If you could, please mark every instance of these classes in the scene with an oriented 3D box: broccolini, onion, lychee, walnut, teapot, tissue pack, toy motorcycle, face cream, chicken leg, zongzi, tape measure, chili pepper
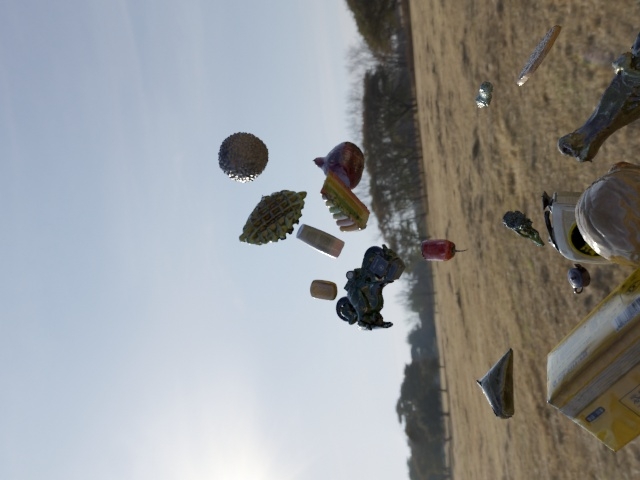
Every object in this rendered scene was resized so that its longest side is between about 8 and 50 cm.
[{"bbox_3d":[0.662,-0.042,1.578,0.203,0.091,0.068,25,-116,-38],"label":"broccolini"},{"bbox_3d":[0.064,-0.296,1.973,0.195,0.218,0.139,90,-162,-46],"label":"onion"},{"bbox_3d":[-0.245,-0.268,1.586,0.197,0.165,0.165,19,-114,-60],"label":"lychee"},{"bbox_3d":[0.670,-0.049,1.045,0.228,0.228,0.227,-5,-90,-79],"label":"walnut"},{"bbox_3d":[0.798,0.119,1.518,0.068,0.045,0.100,-142,45,-74],"label":"teapot"},{"bbox_3d":[0.778,0.284,1.223,0.381,0.228,0.293,-57,-10,26],"label":"tissue pack"},{"bbox_3d":[0.156,0.151,1.410,0.125,0.187,0.274,-2,-57,-54],"label":"toy motorcycle"},{"bbox_3d":[0.000,0.000,1.998,0.084,0.198,0.057,-62,21,4],"label":"face cream"},{"bbox_3d":[0.780,-0.336,1.202,0.140,0.211,0.360,-14,-43,-51],"label":"chicken leg"},{"bbox_3d":[0.594,0.461,1.557,0.176,0.079,0.160,-60,29,28],"label":"zongzi"},{"bbox_3d":[0.831,-0.039,1.547,0.133,0.271,0.231,-54,-36,-52],"label":"tape measure"},{"bbox_3d":[0.501,0.037,1.963,0.084,0.192,0.086,-25,-72,-50],"label":"chili pepper"}]

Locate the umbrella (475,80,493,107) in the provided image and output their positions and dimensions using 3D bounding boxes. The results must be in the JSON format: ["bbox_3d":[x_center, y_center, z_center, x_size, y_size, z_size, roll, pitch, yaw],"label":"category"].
[{"bbox_3d":[0.684,-0.602,2.038,0.143,0.067,0.062,71,-161,-69],"label":"umbrella"}]

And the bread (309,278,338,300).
[{"bbox_3d":[0.016,0.193,1.932,0.056,0.115,0.082,-27,-61,-66],"label":"bread"}]

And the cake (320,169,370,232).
[{"bbox_3d":[0.066,-0.123,1.674,0.225,0.090,0.109,45,-130,-24],"label":"cake"}]

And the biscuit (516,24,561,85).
[{"bbox_3d":[0.747,-0.632,1.673,0.220,0.029,0.142,-64,-2,41],"label":"biscuit"}]

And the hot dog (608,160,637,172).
[{"bbox_3d":[1.147,-0.177,1.716,0.158,0.349,0.117,-109,35,-47],"label":"hot dog"}]

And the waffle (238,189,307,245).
[{"bbox_3d":[-0.148,-0.072,1.511,0.054,0.208,0.214,54,-132,-45],"label":"waffle"}]
